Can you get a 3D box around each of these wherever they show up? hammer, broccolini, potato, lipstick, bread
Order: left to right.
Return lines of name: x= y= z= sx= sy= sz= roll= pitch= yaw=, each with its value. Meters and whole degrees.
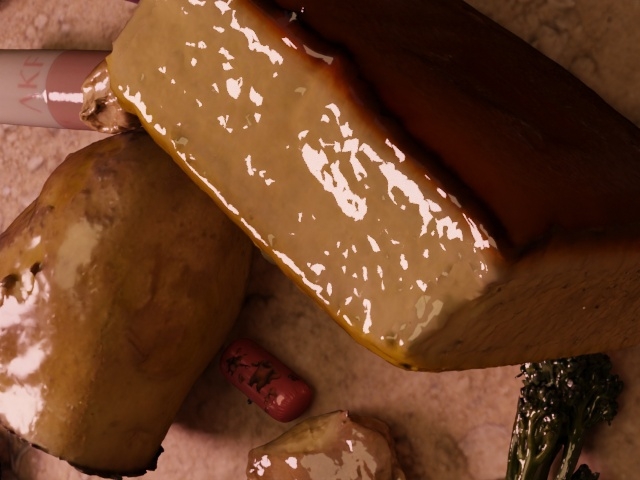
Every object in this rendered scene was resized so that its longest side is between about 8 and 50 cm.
lipstick: x=-0.188 y=-0.129 z=1.344 sx=0.254 sy=0.070 sz=0.070 roll=6 pitch=90 yaw=34
potato: x=-0.160 y=0.031 z=1.232 sx=0.229 sy=0.229 sz=0.266 roll=35 pitch=103 yaw=30
hammer: x=-0.045 y=0.112 z=1.250 sx=0.083 sy=0.043 sz=0.043 roll=37 pitch=107 yaw=29
bread: x=0.071 y=-0.059 z=1.012 sx=0.323 sy=0.333 sz=0.143 roll=44 pitch=114 yaw=26
broccolini: x=0.154 y=0.261 z=1.108 sx=0.074 sy=0.079 sz=0.392 roll=9 pitch=99 yaw=23

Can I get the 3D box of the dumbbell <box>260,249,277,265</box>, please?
dumbbell: x=0.000 y=0.000 z=1.180 sx=0.046 sy=0.118 sz=0.052 roll=-20 pitch=74 yaw=27

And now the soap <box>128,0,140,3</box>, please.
soap: x=-0.084 y=-0.227 z=1.203 sx=0.122 sy=0.203 sz=0.065 roll=-35 pitch=66 yaw=29

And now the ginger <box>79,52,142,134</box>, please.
ginger: x=-0.035 y=-0.185 z=1.153 sx=0.334 sy=0.148 sz=0.081 roll=-29 pitch=68 yaw=-14

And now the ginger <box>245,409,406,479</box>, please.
ginger: x=0.025 y=0.233 z=1.179 sx=0.137 sy=0.074 sz=0.213 roll=-33 pitch=75 yaw=28
